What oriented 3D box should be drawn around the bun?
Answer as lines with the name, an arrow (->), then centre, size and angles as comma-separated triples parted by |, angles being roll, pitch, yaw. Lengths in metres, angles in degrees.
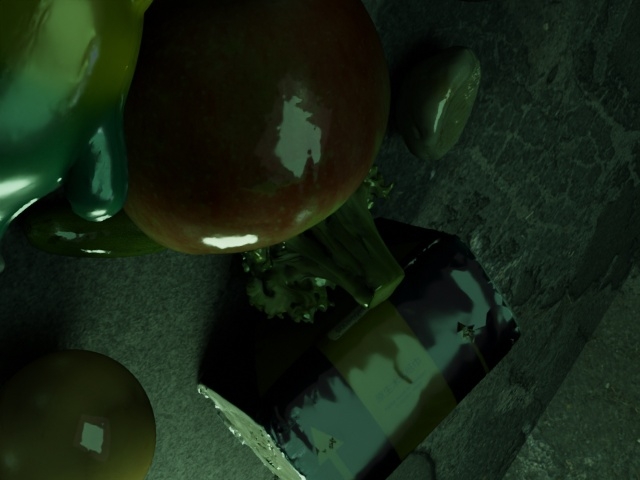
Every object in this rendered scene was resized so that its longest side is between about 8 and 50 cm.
bun -> 0.169, -0.214, 1.469 | 0.183, 0.102, 0.183 | -55, 161, -30

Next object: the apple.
apple -> -0.086, -0.154, 1.008 | 0.319, 0.319, 0.277 | -37, 125, -26

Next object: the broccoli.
broccoli -> 0.000, 0.000, 1.311 | 0.263, 0.243, 0.247 | -46, 153, -2

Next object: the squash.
squash -> -0.239, -0.013, 1.153 | 0.252, 0.066, 0.066 | -3, 121, -52

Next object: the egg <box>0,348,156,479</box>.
egg -> -0.297, 0.230, 1.165 | 0.201, 0.201, 0.244 | -35, 164, -29

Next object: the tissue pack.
tissue pack -> 0.057, 0.186, 1.477 | 0.416, 0.264, 0.253 | -43, 111, -16

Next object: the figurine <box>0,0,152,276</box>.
figurine -> -0.286, -0.147, 0.808 | 0.340, 0.323, 0.231 | -58, -173, 16
